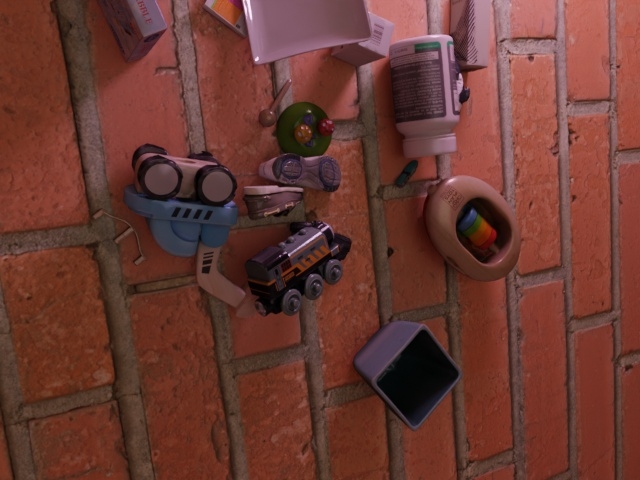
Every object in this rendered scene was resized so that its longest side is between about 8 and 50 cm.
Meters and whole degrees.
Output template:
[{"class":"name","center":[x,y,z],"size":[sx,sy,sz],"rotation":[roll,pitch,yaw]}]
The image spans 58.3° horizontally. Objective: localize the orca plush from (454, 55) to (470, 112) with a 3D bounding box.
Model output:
[{"class":"orca plush","center":[0.425,-0.531,1.957],"size":[0.151,0.102,0.287],"rotation":[-18,94,23]}]

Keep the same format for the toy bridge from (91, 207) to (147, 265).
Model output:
[{"class":"toy bridge","center":[-0.537,-0.015,1.573],"size":[0.063,0.026,0.188],"rotation":[-43,111,-16]}]

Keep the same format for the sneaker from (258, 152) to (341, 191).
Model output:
[{"class":"sneaker","center":[-0.056,-0.211,1.736],"size":[0.297,0.129,0.111],"rotation":[7,90,-44]}]

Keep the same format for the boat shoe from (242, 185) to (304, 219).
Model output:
[{"class":"boat shoe","center":[-0.129,-0.110,1.639],"size":[0.305,0.109,0.091],"rotation":[-14,104,-69]}]

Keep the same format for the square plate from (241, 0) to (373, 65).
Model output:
[{"class":"square plate","center":[-0.053,-0.695,1.629],"size":[0.347,0.049,0.344],"rotation":[-12,90,4]}]

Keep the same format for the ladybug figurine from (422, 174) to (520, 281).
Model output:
[{"class":"ladybug figurine","center":[0.506,-0.045,1.985],"size":[0.449,0.162,0.305],"rotation":[44,78,-23]}]

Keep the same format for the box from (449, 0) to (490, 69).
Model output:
[{"class":"box","center":[0.504,-0.718,1.940],"size":[0.094,0.113,0.275],"rotation":[-3,95,-24]}]

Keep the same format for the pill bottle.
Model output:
[{"class":"pill bottle","center":[0.335,-0.454,1.837],"size":[0.204,0.204,0.361],"rotation":[-11,100,-24]}]

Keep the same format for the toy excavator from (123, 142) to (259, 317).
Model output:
[{"class":"toy excavator","center":[-0.334,-0.011,1.596],"size":[0.432,0.222,0.445],"rotation":[6,107,-26]}]

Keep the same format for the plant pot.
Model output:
[{"class":"plant pot","center":[0.249,0.411,1.864],"size":[0.247,0.252,0.248],"rotation":[-45,111,-15]}]

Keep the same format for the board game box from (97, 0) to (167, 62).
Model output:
[{"class":"board game box","center":[-0.489,-0.614,1.370],"size":[0.066,0.318,0.319],"rotation":[-28,107,-20]}]

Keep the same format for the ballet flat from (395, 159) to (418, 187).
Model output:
[{"class":"ballet flat","center":[0.293,-0.221,1.939],"size":[0.041,0.041,0.114],"rotation":[45,77,-22]}]

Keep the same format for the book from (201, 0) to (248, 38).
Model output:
[{"class":"book","center":[-0.251,-0.660,1.635],"size":[0.144,0.035,0.096],"rotation":[32,79,-25]}]

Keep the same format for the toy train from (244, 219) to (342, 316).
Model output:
[{"class":"toy train","center":[-0.068,0.077,1.647],"size":[0.334,0.142,0.190],"rotation":[-34,121,-36]}]

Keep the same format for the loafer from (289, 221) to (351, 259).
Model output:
[{"class":"loafer","center":[0.000,0.000,1.799],"size":[0.223,0.076,0.078],"rotation":[22,79,-29]}]

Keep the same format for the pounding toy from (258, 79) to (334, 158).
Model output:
[{"class":"pounding toy","center":[-0.049,-0.347,1.720],"size":[0.237,0.110,0.183],"rotation":[42,78,-23]}]

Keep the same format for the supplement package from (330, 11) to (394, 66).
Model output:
[{"class":"supplement package","center":[0.124,-0.604,1.734],"size":[0.105,0.179,0.105],"rotation":[13,90,-26]}]
